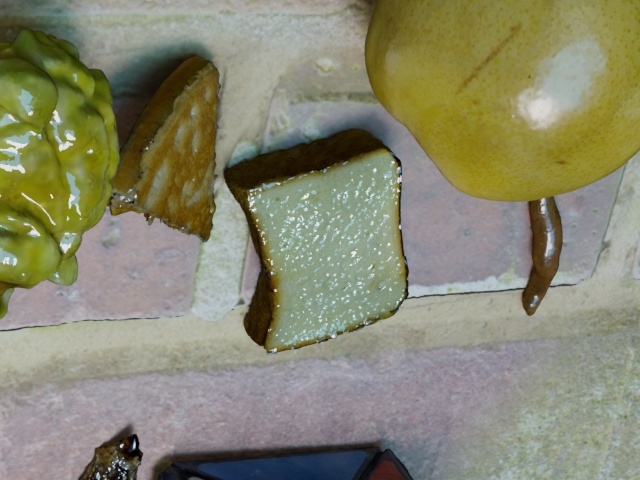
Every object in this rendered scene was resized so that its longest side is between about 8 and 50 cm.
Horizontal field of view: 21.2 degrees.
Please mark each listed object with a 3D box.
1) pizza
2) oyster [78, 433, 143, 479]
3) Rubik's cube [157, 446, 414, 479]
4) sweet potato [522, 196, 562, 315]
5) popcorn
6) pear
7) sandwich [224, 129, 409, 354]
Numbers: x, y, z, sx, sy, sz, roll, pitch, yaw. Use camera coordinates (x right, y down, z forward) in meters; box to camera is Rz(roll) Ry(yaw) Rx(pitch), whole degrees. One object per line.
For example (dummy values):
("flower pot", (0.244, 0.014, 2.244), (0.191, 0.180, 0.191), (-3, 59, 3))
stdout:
("pizza", (-0.146, -0.066, 1.661), (0.188, 0.062, 0.199), (-57, 152, -32))
("oyster", (-0.230, 0.266, 1.850), (0.086, 0.029, 0.132), (-12, 125, -19))
("Rubik's cube", (-0.015, 0.437, 1.880), (0.305, 0.307, 0.310), (-1, 120, -28))
("sweet potato", (0.252, 0.009, 1.922), (0.044, 0.044, 0.179), (-14, 123, -18))
("popcorn", (-0.293, -0.063, 1.505), (0.250, 0.235, 0.242), (-30, 154, 17))
("pear", (0.203, -0.189, 1.633), (0.314, 0.314, 0.314), (-12, 123, -19))
("sandwich", (0.000, 0.000, 1.782), (0.186, 0.065, 0.214), (-20, 125, -15))
